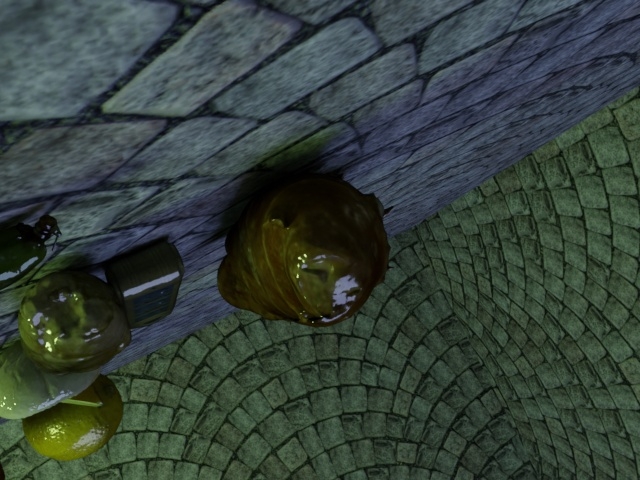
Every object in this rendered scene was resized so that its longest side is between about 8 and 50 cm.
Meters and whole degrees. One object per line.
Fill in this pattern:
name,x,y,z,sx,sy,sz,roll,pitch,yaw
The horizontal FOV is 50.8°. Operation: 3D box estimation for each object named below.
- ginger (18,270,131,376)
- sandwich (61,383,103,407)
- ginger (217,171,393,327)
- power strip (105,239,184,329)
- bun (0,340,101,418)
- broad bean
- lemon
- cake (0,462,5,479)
ginger,-0.286,0.102,0.779,0.116,0.109,0.263,-21,174,-30
sandwich,-0.581,0.330,1.428,0.187,0.144,0.117,-24,172,-28
ginger,0.000,0.000,0.854,0.254,0.176,0.418,-29,-179,-15
power strip,-0.252,0.078,0.973,0.092,0.066,0.387,-22,174,-18
bun,-0.437,0.198,1.066,0.188,0.111,0.164,-27,-167,-36
broad bean,-0.307,0.047,0.472,0.254,0.046,0.065,-26,168,-24
lemon,-0.682,0.479,1.862,0.267,0.267,0.267,-26,175,-2
cake,-0.878,0.507,1.478,0.293,0.198,0.196,-24,-178,25
